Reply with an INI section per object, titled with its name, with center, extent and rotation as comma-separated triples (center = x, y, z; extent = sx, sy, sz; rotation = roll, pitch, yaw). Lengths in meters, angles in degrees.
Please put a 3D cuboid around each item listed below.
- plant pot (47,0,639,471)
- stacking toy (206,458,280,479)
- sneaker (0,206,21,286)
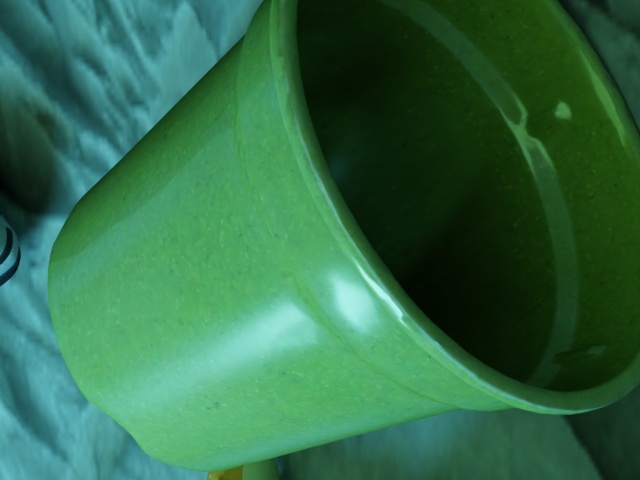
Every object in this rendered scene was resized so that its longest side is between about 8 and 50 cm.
[plant pot]
center = 0.000, 0.000, 0.903
extent = 0.254, 0.276, 0.276
rotation = -30, 81, 39
[stacking toy]
center = -0.053, 0.270, 1.017
extent = 0.166, 0.175, 0.301
rotation = 2, 82, 33
[sneaker]
center = -0.294, 0.020, 1.156
extent = 0.224, 0.083, 0.098
rotation = -30, 60, 23
